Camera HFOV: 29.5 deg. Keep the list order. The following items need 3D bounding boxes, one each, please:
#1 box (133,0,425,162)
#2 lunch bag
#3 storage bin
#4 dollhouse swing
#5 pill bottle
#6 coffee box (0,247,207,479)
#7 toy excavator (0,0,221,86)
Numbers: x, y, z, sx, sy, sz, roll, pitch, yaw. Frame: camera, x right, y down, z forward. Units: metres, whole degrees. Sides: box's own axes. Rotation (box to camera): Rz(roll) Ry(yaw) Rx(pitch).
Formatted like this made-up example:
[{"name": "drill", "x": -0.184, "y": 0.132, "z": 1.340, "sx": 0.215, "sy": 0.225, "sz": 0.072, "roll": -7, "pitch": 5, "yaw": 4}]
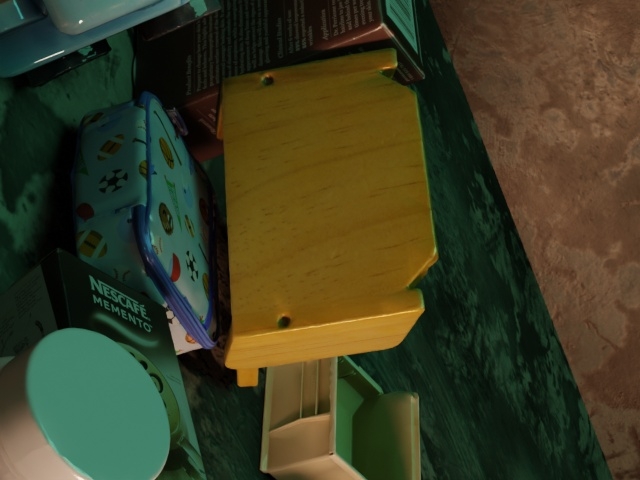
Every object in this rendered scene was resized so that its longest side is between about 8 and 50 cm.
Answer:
[{"name": "box", "x": -0.061, "y": -0.259, "z": 1.641, "sx": 0.143, "sy": 0.381, "sz": 0.191, "roll": 43, "pitch": 37, "yaw": -51}, {"name": "lunch bag", "x": -0.197, "y": -0.018, "z": 1.459, "sx": 0.303, "sy": 0.114, "sz": 0.243, "roll": -94, "pitch": 161, "yaw": -45}, {"name": "storage bin", "x": 0.037, "y": 0.271, "z": 1.787, "sx": 0.262, "sy": 0.123, "sz": 0.260, "roll": 48, "pitch": 33, "yaw": -41}, {"name": "dollhouse swing", "x": 0.000, "y": 0.000, "z": 1.569, "sx": 0.305, "sy": 0.315, "sz": 0.347, "roll": 63, "pitch": 20, "yaw": -63}, {"name": "pill bottle", "x": -0.264, "y": 0.192, "z": 0.971, "sx": 0.161, "sy": 0.283, "sz": 0.161, "roll": 37, "pitch": 34, "yaw": -30}, {"name": "coffee box", "x": -0.221, "y": 0.176, "z": 1.201, "sx": 0.168, "sy": 0.119, "sz": 0.297, "roll": 34, "pitch": 26, "yaw": -44}, {"name": "toy excavator", "x": -0.319, "y": -0.272, "z": 1.253, "sx": 0.445, "sy": 0.432, "sz": 0.222, "roll": -133, "pitch": -160, "yaw": -79}]
